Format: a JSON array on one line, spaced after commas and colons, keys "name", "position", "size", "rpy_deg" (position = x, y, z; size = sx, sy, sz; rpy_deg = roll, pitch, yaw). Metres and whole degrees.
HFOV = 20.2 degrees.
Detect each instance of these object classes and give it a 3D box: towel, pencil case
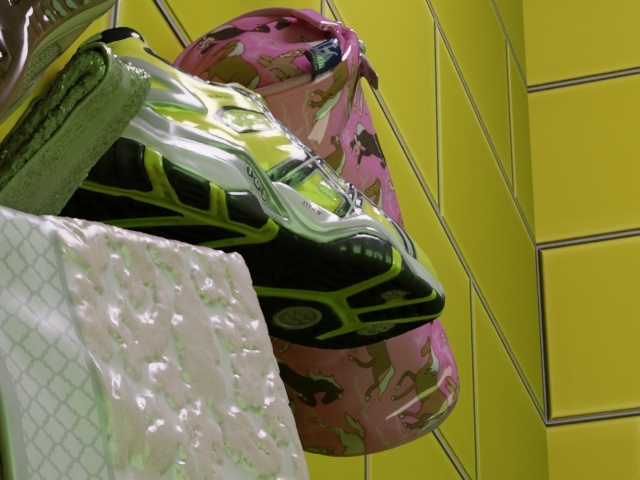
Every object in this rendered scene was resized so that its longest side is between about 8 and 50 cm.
[{"name": "towel", "position": [-0.097, 0.140, 1.035], "size": [0.317, 0.053, 0.332], "rpy_deg": [17, 53, -57]}, {"name": "towel", "position": [-0.161, -0.051, 1.080], "size": [0.027, 0.148, 0.110], "rpy_deg": [39, 3, 11]}, {"name": "pencil case", "position": [0.000, 0.000, 1.519], "size": [0.160, 0.167, 0.386], "rpy_deg": [-68, 146, -55]}]

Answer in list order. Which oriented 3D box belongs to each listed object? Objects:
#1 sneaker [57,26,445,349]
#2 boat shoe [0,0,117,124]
[{"name": "sneaker", "position": [-0.035, -0.034, 1.323], "size": [0.384, 0.145, 0.147], "rpy_deg": [33, 43, -45]}, {"name": "boat shoe", "position": [-0.203, -0.126, 1.006], "size": [0.121, 0.110, 0.341], "rpy_deg": [42, 32, -10]}]
